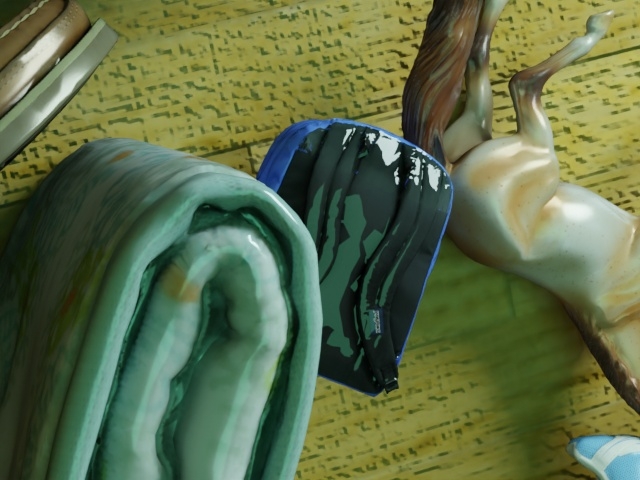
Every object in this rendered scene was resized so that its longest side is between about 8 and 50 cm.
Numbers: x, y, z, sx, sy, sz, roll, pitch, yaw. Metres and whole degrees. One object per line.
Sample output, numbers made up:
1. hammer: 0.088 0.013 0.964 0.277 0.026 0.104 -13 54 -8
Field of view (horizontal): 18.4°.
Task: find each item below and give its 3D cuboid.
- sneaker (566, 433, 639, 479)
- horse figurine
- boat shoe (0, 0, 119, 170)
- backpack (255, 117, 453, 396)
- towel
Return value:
1. sneaker: 0.132 0.215 1.050 0.086 0.085 0.237 18 92 4
2. horse figurine: 0.132 -0.027 1.024 0.263 0.066 0.174 32 79 -22
3. boat shoe: -0.224 -0.025 0.867 0.307 0.111 0.104 -44 95 -21
4. backpack: 0.000 0.000 0.959 0.098 0.101 0.120 22 89 -20
5. towel: -0.117 0.141 0.818 0.090 0.320 0.374 18 91 -18
